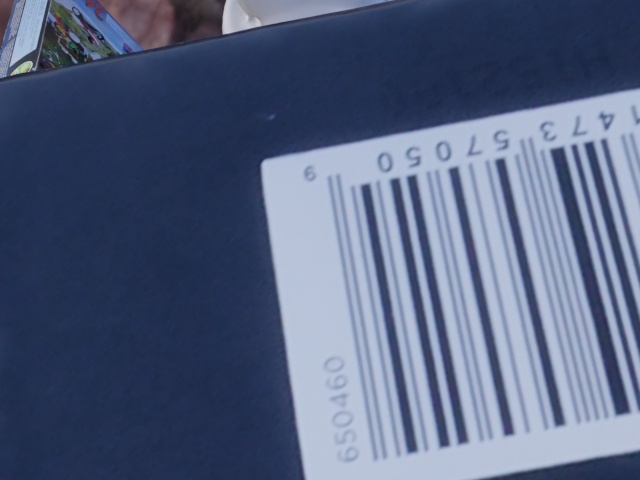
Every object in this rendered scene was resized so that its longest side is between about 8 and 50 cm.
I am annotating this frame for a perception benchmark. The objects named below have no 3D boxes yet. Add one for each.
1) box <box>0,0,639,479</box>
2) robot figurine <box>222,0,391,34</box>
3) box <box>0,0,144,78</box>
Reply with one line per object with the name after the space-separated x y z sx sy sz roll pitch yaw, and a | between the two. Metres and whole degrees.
0.083 0.113 0.572 0.293 0.395 0.212 -11 59 3 | box
0.054 -0.134 1.395 0.200 0.353 0.300 -1 51 30 | robot figurine
-0.118 -0.059 1.162 0.233 0.044 0.159 46 21 -28 | box
